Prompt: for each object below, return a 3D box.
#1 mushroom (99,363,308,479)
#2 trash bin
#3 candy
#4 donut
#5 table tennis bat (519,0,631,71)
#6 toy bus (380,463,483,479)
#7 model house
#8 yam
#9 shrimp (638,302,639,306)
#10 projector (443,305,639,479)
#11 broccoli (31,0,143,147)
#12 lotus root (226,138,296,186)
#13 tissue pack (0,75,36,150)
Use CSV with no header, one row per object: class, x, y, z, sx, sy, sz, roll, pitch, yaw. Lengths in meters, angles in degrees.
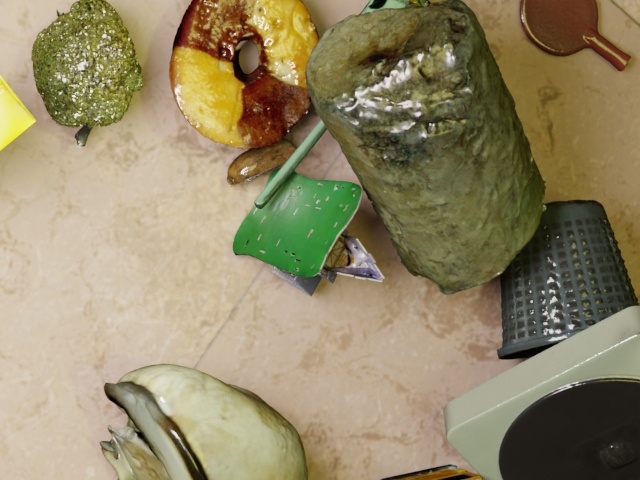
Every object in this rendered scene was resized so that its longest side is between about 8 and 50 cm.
mushroom,-0.097,0.231,1.770,0.164,0.189,0.267,-29,98,-33
trash bin,0.274,0.041,1.934,0.175,0.175,0.161,-5,80,-21
candy,0.020,-0.155,1.863,0.305,0.083,0.091,-52,147,-18
donut,-0.086,-0.186,1.839,0.166,0.073,0.184,4,87,-20
table tennis bat,0.300,-0.250,2.017,0.154,0.019,0.098,35,77,-14
toy bus,0.138,0.356,1.893,0.098,0.114,0.201,-9,92,-20
model house,0.000,0.000,1.838,0.088,0.167,0.117,38,75,-36
yam,0.117,-0.109,1.799,0.195,0.195,0.300,-44,132,-16
shrimp,0.396,0.145,2.033,0.184,0.043,0.091,47,71,-13
projector,0.305,0.208,1.889,0.259,0.079,0.257,-30,124,20
broccoli,-0.236,-0.177,1.766,0.131,0.130,0.120,50,27,14
lotus root,-0.065,-0.088,1.864,0.083,0.037,0.030,-29,98,-20
tissue pack,-0.349,-0.104,1.683,0.095,0.176,0.062,-43,104,-18
